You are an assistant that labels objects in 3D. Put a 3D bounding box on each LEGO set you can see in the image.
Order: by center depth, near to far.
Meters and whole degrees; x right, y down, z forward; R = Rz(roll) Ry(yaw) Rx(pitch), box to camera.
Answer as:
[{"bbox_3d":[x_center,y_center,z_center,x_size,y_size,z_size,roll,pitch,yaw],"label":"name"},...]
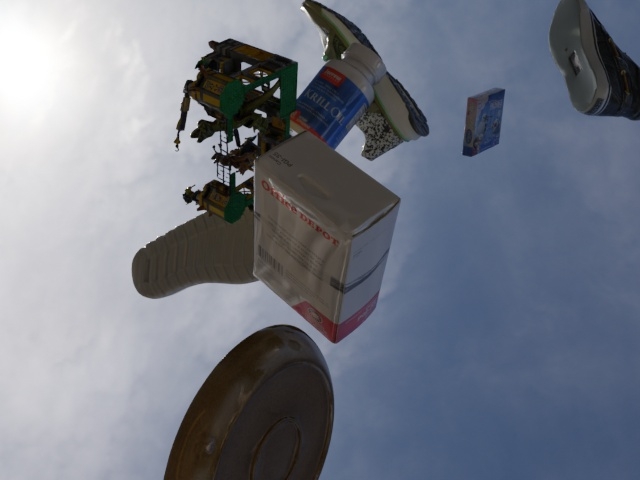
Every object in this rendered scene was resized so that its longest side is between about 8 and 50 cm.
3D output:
[{"bbox_3d":[-0.180,-0.213,1.246,0.192,0.255,0.331,26,-39,26],"label":"LEGO set"}]

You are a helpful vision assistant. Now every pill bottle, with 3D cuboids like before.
[{"bbox_3d":[0.029,-0.279,1.351,0.124,0.124,0.221,33,-97,32],"label":"pill bottle"}]

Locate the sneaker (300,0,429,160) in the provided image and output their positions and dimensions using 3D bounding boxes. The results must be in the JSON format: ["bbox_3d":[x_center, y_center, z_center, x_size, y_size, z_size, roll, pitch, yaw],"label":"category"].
[{"bbox_3d":[0.054,-0.348,1.498,0.182,0.158,0.410,-38,-100,19],"label":"sneaker"}]

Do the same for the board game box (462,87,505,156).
[{"bbox_3d":[0.252,-0.183,1.051,0.020,0.090,0.090,19,-58,36],"label":"board game box"}]

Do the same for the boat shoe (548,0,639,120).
[{"bbox_3d":[0.337,-0.219,0.825,0.065,0.083,0.183,123,-30,-55],"label":"boat shoe"}]

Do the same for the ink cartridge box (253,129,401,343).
[{"bbox_3d":[0.000,0.000,1.083,0.207,0.117,0.283,39,-33,24],"label":"ink cartridge box"}]

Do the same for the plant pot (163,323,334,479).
[{"bbox_3d":[-0.050,0.196,0.628,0.032,0.236,0.236,14,-88,31],"label":"plant pot"}]

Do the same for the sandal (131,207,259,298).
[{"bbox_3d":[-0.217,0.020,1.427,0.416,0.102,0.169,-12,-98,25],"label":"sandal"}]
